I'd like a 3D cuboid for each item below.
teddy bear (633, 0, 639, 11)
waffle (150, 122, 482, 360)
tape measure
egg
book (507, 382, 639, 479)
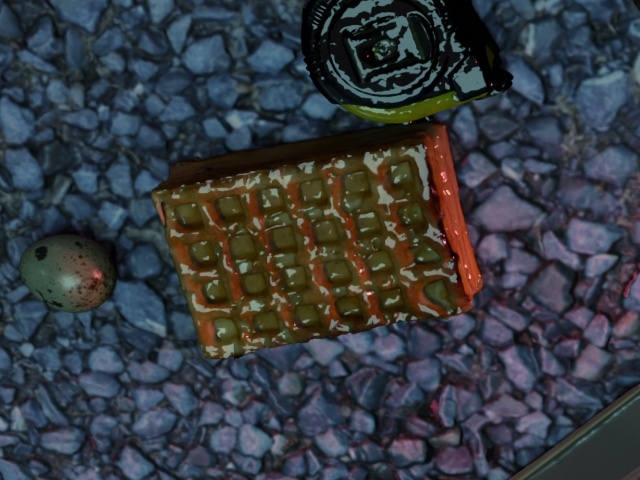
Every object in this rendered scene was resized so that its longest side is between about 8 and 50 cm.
[{"bbox_3d":[0.385,-0.273,1.736,0.190,0.140,0.177,2,71,9],"label":"teddy bear"},{"bbox_3d":[0.000,0.000,1.950,0.308,0.091,0.213,-10,112,16],"label":"waffle"},{"bbox_3d":[0.073,-0.200,1.837,0.186,0.112,0.199,-18,108,20],"label":"tape measure"},{"bbox_3d":[-0.275,0.034,2.021,0.110,0.085,0.085,15,117,20],"label":"egg"},{"bbox_3d":[0.400,0.271,2.026,0.379,0.031,0.264,-40,102,23],"label":"book"}]
